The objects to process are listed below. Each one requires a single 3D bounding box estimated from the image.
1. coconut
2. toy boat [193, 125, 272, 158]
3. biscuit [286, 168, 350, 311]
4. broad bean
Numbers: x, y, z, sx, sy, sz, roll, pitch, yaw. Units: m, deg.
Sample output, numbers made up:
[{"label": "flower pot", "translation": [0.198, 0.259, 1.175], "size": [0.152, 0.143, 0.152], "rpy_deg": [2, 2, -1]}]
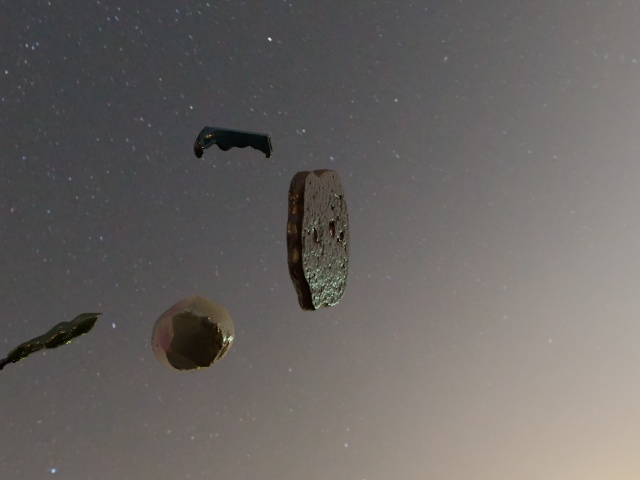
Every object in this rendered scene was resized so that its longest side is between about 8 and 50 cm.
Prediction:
[{"label": "coconut", "translation": [-0.369, 0.274, 1.495], "size": [0.227, 0.227, 0.230], "rpy_deg": [2, -19, -34]}, {"label": "toy boat", "translation": [-0.205, -0.222, 1.211], "size": [0.185, 0.075, 0.077], "rpy_deg": [7, -74, -5]}, {"label": "biscuit", "translation": [-0.002, 0.000, 0.994], "size": [0.257, 0.049, 0.273], "rpy_deg": [-19, -73, -66]}, {"label": "broad bean", "translation": [-0.724, 0.272, 1.376], "size": [0.318, 0.098, 0.056], "rpy_deg": [-30, -64, -3]}]
